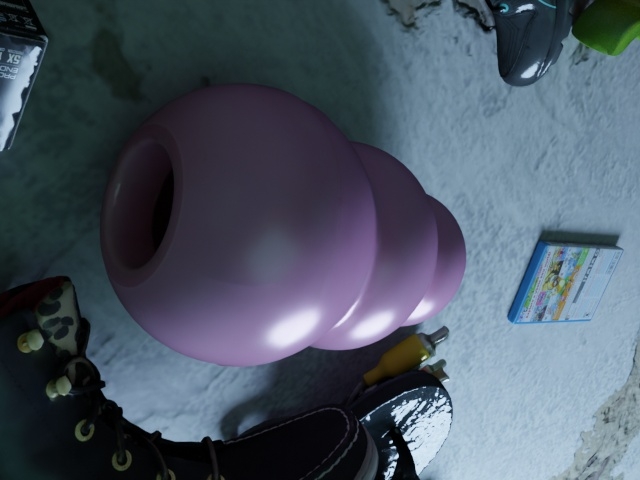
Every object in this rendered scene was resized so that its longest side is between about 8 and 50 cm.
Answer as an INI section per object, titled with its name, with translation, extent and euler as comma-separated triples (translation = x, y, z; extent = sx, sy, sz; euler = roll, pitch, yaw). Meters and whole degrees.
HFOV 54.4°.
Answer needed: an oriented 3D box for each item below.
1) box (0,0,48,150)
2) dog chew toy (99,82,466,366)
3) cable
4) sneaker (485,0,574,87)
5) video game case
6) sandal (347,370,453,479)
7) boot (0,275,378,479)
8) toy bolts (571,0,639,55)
[box]
translation = -0.248, -0.124, 0.292
extent = 0.180, 0.147, 0.077
euler = -3, 141, -47
[dog chew toy]
translation = 0.000, 0.000, 0.516
extent = 0.332, 0.207, 0.206
euler = 11, 109, -43
[cable]
translation = 0.034, 0.197, 0.743
extent = 0.287, 0.072, 0.139
euler = -22, 142, -5
[sneaker]
translation = 0.160, -0.263, 0.545
extent = 0.106, 0.101, 0.267
euler = -10, 123, -1
[video game case]
translation = 0.338, 0.059, 0.856
extent = 0.166, 0.015, 0.119
euler = 3, 114, -32
[sandal]
translation = 0.038, 0.338, 0.731
extent = 0.168, 0.107, 0.445
euler = 10, 119, -34
[boot]
translation = -0.156, 0.161, 0.498
extent = 0.378, 0.138, 0.284
euler = -24, 106, -11
[toy bolts]
translation = 0.411, -0.250, 0.609
extent = 0.229, 0.218, 0.158
euler = -14, 136, -27
